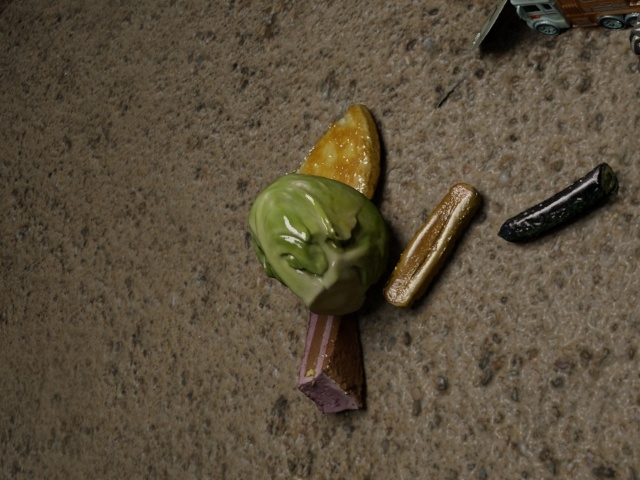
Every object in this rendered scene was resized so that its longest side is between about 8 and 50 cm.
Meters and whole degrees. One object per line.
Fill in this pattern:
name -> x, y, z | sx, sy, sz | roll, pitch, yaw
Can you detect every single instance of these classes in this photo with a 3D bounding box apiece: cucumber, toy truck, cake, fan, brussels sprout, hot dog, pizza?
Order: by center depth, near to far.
cucumber -> 0.439, -0.056, 1.745 | 0.245, 0.067, 0.067 | -36, 50, 29
toy truck -> 0.516, -0.496, 1.807 | 0.305, 0.162, 0.136 | 6, 75, 45
hot dog -> 0.229, 0.012, 1.905 | 0.083, 0.068, 0.289 | 35, 92, 23
brussels sprout -> 0.000, 0.000, 1.972 | 0.247, 0.328, 0.328 | -63, 36, 39
cake -> 0.016, 0.221, 1.980 | 0.116, 0.113, 0.295 | -30, 40, 28
fan -> 0.329, -0.422, 1.996 | 0.329, 0.009, 0.191 | -59, 4, 27
pizza -> 0.024, -0.176, 2.187 | 0.287, 0.075, 0.280 | -20, 54, 38

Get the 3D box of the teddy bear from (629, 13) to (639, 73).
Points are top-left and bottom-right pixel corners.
teddy bear -> 0.619, -0.305, 1.628 | 0.144, 0.171, 0.251 | 124, 145, -58
